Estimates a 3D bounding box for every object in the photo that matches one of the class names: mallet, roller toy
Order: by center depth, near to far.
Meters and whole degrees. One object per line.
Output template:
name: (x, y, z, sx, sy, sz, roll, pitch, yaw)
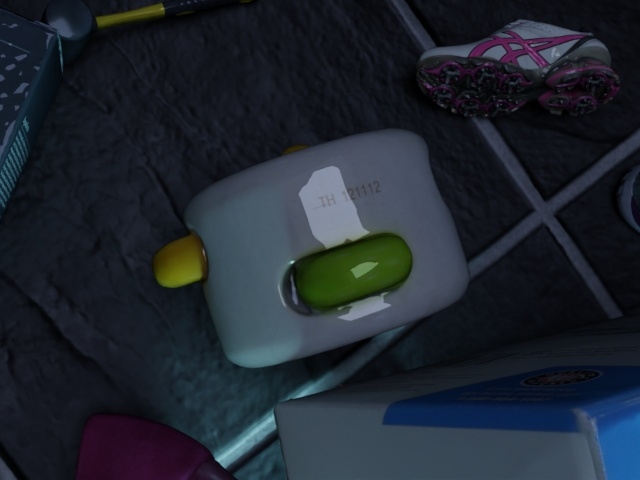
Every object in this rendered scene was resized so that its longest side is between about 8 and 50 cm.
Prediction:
roller toy: (0.000, 0.000, 0.649, 0.191, 0.209, 0.146, -15, 87, -51)
mallet: (-0.133, -0.187, 0.702, 0.190, 0.062, 0.039, -19, 89, -16)

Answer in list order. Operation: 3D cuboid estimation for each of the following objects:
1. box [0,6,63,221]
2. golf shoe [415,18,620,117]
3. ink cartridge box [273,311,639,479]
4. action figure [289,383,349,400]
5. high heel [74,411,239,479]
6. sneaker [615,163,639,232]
box: (-0.293, -0.075, 0.623, 0.153, 0.108, 0.207, 23, 78, -10)
golf shoe: (0.170, -0.158, 0.783, 0.186, 0.067, 0.086, -1, 57, -14)
ink cartridge box: (0.215, 0.144, 0.586, 0.395, 0.285, 0.166, -9, 86, -32)
action figure: (0.030, 0.139, 0.722, 0.115, 0.030, 0.038, -3, 89, -20)
high heel: (-0.167, 0.321, 0.631, 0.181, 0.127, 0.377, 25, 80, 18)
sneaker: (0.379, 0.003, 0.792, 0.224, 0.098, 0.083, 31, 77, -9)
